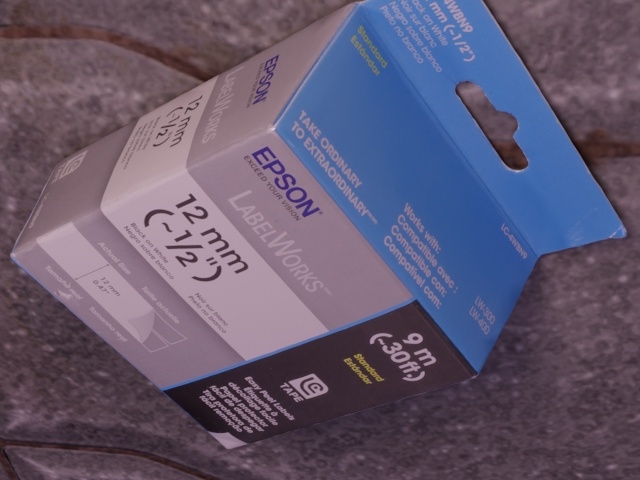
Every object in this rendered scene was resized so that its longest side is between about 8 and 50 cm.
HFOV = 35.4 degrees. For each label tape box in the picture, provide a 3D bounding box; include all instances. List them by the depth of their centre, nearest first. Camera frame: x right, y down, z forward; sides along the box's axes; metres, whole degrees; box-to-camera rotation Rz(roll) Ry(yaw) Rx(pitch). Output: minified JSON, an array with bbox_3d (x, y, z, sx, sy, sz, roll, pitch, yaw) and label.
[{"bbox_3d":[0.000,0.000,0.699,0.347,0.115,0.249,-21,125,31],"label":"label tape box"}]
